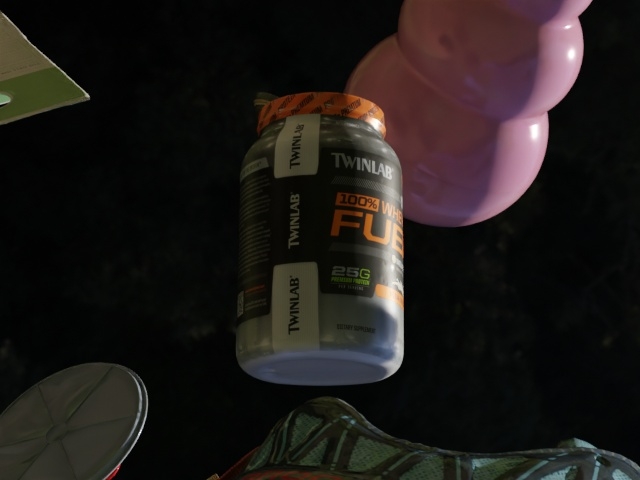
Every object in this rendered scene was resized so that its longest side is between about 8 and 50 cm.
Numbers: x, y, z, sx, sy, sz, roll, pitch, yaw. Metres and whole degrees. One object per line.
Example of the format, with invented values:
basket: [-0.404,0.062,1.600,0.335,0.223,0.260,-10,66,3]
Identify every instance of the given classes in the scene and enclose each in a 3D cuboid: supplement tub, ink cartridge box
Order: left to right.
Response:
ink cartridge box: [-0.282,-0.104,1.002,0.171,0.235,0.056,-21,130,-24]
supplement tub: [0.000,0.000,0.989,0.117,0.190,0.117,0,164,0]

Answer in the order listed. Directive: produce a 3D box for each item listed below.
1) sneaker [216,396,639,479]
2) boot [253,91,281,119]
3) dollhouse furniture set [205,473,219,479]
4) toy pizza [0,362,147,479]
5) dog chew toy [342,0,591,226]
sneaker: [0.093,0.101,0.377,0.125,0.262,0.104,-80,-172,-57]
boot: [-0.035,-0.086,1.633,0.077,0.198,0.137,19,98,-40]
dollhouse furniture set: [-0.145,0.391,1.597,0.182,0.161,0.101,-33,159,-14]
toy pizza: [-0.264,0.207,1.451,0.201,0.032,0.201,-19,-144,14]
dog chew toy: [0.151,-0.175,1.335,0.207,0.207,0.331,-29,151,-53]
